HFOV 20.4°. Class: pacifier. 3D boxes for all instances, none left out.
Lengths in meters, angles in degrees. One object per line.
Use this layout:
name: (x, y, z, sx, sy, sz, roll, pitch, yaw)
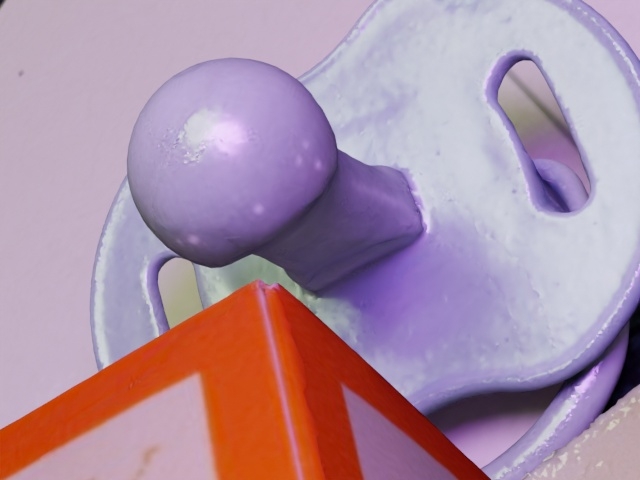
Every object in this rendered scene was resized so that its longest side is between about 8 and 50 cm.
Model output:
pacifier: (0.000, 0.000, 0.745, 0.287, 0.226, 0.238, -27, 63, 22)

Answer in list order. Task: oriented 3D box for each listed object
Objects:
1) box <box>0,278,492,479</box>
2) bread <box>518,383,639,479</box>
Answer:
box: (-0.028, 0.255, 0.457, 0.318, 0.349, 0.257, -28, 44, 17)
bread: (0.099, 0.119, 0.707, 0.153, 0.028, 0.068, -40, 41, 7)
